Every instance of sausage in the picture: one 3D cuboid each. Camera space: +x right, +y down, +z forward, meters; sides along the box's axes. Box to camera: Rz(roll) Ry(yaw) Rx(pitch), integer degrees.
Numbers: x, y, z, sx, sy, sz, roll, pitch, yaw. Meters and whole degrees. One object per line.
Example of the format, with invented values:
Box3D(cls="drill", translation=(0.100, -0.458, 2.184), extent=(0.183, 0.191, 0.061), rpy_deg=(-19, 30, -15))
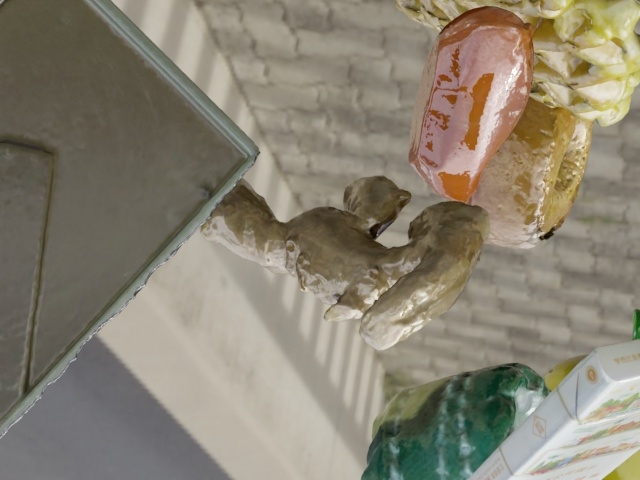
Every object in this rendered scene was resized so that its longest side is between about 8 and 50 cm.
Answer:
Box3D(cls="sausage", translation=(0.115, -0.109, 0.981), extent=(0.089, 0.089, 0.179), rpy_deg=(13, 128, -4))

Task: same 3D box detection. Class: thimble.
Box3D(cls="thimble", translation=(0.173, 0.264, 1.209), extent=(0.167, 0.254, 0.288), rpy_deg=(-22, 127, 24))

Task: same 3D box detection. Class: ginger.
Box3D(cls="ginger", translation=(0.013, -0.006, 0.877), extent=(0.258, 0.149, 0.065), rpy_deg=(24, 131, 44))

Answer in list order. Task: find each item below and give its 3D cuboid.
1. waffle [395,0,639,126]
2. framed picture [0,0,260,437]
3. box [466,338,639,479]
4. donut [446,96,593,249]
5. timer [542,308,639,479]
Box3D(cls="waffle", translation=(0.160, -0.255, 1.218), extent=(0.379, 0.095, 0.382), rpy_deg=(38, 180, 20))
Box3D(cls="framed picture", translation=(-0.184, -0.025, 0.709), extent=(0.192, 0.265, 0.018), rpy_deg=(45, 161, -8))
Box3D(cls="box", translation=(0.185, 0.125, 0.823), extent=(0.122, 0.032, 0.220), rpy_deg=(-8, 149, -25))
Box3D(cls="donut", translation=(0.276, -0.130, 1.669), extent=(0.150, 0.317, 0.299), rpy_deg=(16, 153, 19))
Box3D(cls="timer", translation=(0.382, 0.205, 1.474), extent=(0.285, 0.285, 0.285), rpy_deg=(9, 155, 4))
